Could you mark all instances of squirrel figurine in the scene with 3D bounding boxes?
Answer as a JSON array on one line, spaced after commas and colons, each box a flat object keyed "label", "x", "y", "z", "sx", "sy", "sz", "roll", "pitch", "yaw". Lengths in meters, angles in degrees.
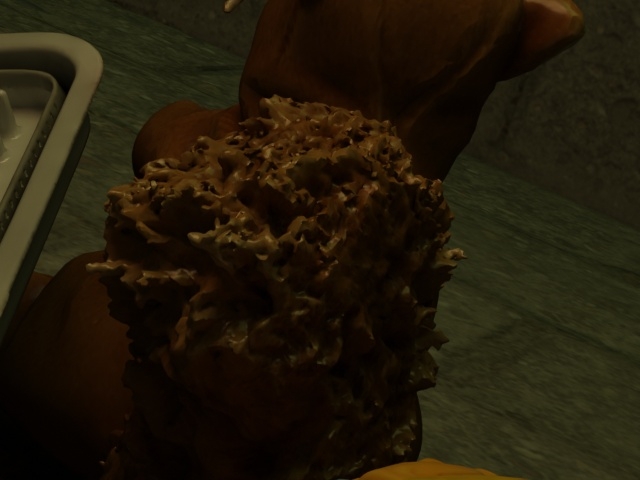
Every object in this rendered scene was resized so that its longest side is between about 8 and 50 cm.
[{"label": "squirrel figurine", "x": 0.000, "y": 0.000, "z": 1.006, "sx": 0.281, "sy": 0.370, "sz": 0.397, "roll": 27, "pitch": 17, "yaw": -13}]

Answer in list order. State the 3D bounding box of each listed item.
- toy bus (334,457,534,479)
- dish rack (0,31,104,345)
[{"label": "toy bus", "x": 0.001, "y": 0.175, "z": 0.744, "sx": 0.149, "sy": 0.220, "sz": 0.211, "roll": 11, "pitch": 10, "yaw": -40}, {"label": "dish rack", "x": -0.272, "y": 0.005, "z": 0.960, "sx": 0.286, "sy": 0.072, "sz": 0.332, "roll": -2, "pitch": 38, "yaw": 12}]
